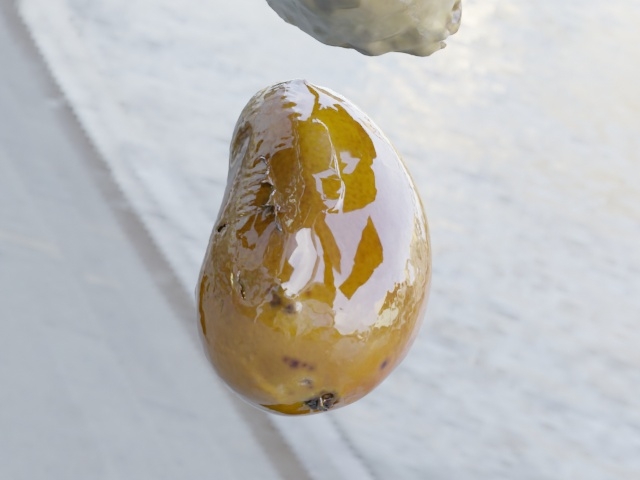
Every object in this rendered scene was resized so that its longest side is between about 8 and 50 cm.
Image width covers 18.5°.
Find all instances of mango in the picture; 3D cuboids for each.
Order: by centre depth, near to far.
[{"bbox_3d":[0.001,0.000,0.868,0.105,0.159,0.084,10,-18,-9],"label":"mango"}]

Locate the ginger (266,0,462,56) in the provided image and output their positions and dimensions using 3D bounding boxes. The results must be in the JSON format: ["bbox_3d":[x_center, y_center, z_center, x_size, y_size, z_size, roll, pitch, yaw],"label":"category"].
[{"bbox_3d":[-0.058,-0.137,0.406,0.149,0.065,0.259,12,-31,47],"label":"ginger"}]
